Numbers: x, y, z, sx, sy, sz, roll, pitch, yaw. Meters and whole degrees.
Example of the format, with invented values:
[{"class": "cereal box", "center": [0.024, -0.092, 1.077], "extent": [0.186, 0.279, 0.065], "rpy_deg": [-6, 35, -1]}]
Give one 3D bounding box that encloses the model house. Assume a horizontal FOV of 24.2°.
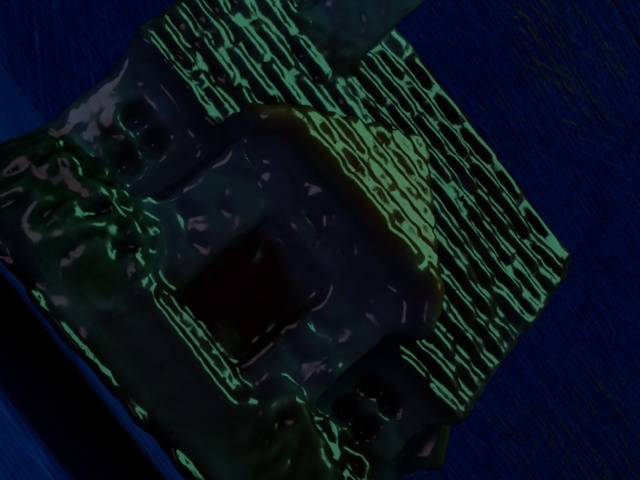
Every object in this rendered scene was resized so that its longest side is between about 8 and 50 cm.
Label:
[{"class": "model house", "center": [0.000, 0.000, 0.957], "extent": [0.360, 0.339, 0.297], "rpy_deg": [51, -12, -7]}]
